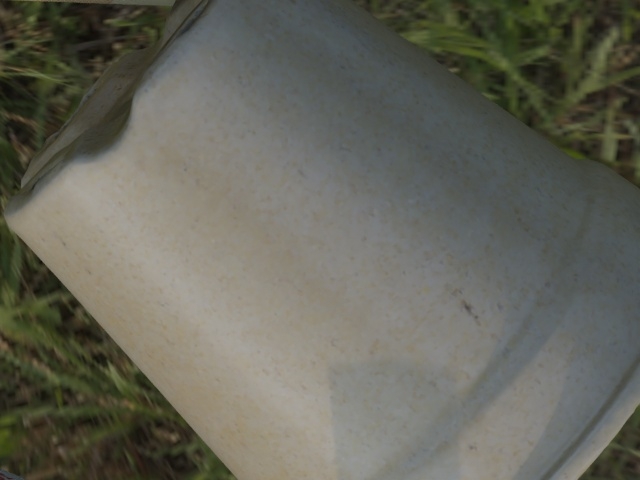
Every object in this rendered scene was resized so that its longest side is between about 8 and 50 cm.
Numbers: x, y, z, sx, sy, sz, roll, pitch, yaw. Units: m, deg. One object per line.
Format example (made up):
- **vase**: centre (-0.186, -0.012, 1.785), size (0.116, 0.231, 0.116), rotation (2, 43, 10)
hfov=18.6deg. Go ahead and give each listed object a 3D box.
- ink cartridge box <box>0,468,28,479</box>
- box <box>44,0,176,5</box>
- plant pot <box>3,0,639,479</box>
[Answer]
- **ink cartridge box**: centre (-0.086, 0.126, 0.572), size (0.143, 0.092, 0.090), rotation (21, 91, 13)
- **box**: centre (-0.194, -0.230, 1.208), size (0.311, 0.121, 0.148), rotation (0, 80, -34)
- **plant pot**: centre (0.000, 0.000, 1.144), size (0.305, 0.334, 0.334), rotation (43, 87, -13)
